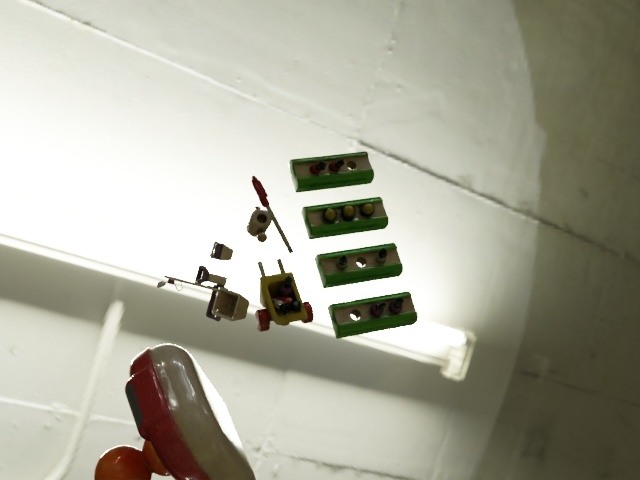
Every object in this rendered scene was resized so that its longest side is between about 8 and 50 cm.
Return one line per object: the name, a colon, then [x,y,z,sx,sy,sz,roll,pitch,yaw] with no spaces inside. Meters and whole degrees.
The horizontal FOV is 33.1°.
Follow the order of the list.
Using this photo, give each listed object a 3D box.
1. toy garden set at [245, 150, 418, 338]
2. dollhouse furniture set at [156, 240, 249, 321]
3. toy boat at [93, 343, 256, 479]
toy garden set: [0.000,0.000,1.339,0.203,0.049,0.244,-8,-112,-21]
dollhouse furniture set: [-0.131,0.044,1.224,0.081,0.114,0.091,17,-93,-27]
toy boat: [-0.164,0.223,1.123,0.151,0.151,0.231,-26,-38,-3]
